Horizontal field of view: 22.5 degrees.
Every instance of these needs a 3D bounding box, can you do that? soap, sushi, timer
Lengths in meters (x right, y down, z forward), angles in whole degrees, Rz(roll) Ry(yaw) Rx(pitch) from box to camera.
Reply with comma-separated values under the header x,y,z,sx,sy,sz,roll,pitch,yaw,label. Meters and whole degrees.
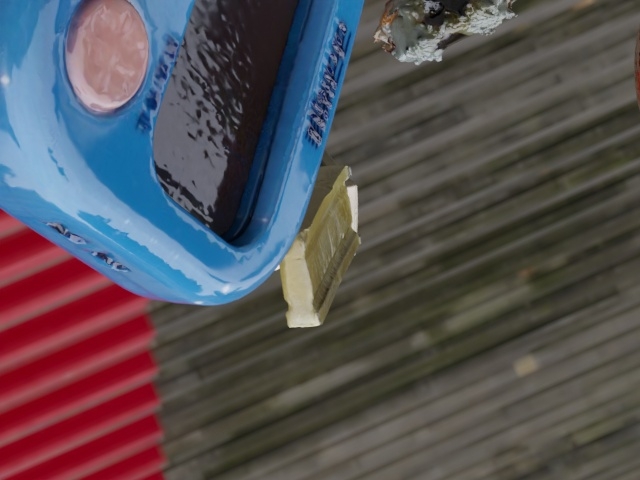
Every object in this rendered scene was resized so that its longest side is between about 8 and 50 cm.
x,y,z,sx,sy,sz,roll,pitch,yaw,label
-0.001,0.000,1.552,0.037,0.092,0.252,-7,-165,12,soap
0.146,-0.267,1.855,0.226,0.103,0.097,-28,134,32,sushi
-0.089,-0.146,0.942,0.115,0.340,0.309,5,161,30,timer

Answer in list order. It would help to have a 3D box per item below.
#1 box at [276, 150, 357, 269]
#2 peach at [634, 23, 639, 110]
x,y,z,sx,sy,sz,roll,pitch,yaw,label
-0.074,-0.054,1.809,0.168,0.095,0.212,-13,-148,-18,box
0.438,-0.142,1.412,0.301,0.343,0.343,-53,-173,-21,peach
